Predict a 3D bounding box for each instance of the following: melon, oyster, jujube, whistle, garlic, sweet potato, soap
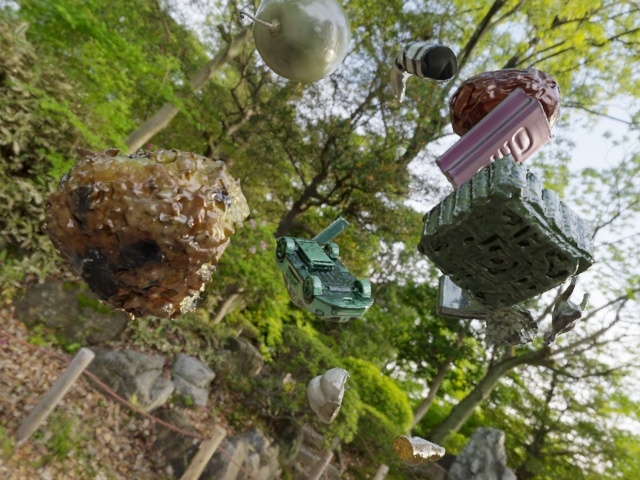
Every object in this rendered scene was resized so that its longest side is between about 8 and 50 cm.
[{"bbox_3d":[-0.046,-0.566,1.354,0.271,0.308,0.272,12,-51,16],"label":"melon"},{"bbox_3d":[0.478,0.220,1.248,0.124,0.064,0.177,30,-33,30],"label":"oyster"},{"bbox_3d":[0.434,-0.317,1.173,0.250,0.174,0.174,-6,-29,15],"label":"jujube"},{"bbox_3d":[0.000,0.000,1.393,0.039,0.186,0.039,46,19,-21],"label":"whistle"},{"bbox_3d":[0.023,0.566,1.847,0.142,0.178,0.230,14,-61,13],"label":"garlic"},{"bbox_3d":[0.268,0.580,1.356,0.077,0.077,0.243,20,-10,45],"label":"sweet potato"},{"bbox_3d":[0.325,-0.170,0.926,0.122,0.203,0.066,36,16,-45],"label":"soap"}]

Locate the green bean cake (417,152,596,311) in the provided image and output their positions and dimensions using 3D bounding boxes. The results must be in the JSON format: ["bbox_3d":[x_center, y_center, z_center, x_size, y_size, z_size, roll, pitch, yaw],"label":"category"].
[{"bbox_3d":[0.247,0.002,0.670,0.181,0.094,0.173,41,-49,-13],"label":"green bean cake"}]

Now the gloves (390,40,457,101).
[{"bbox_3d":[0.234,-0.425,1.213,0.132,0.140,0.218,64,-10,-28],"label":"gloves"}]

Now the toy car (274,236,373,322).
[{"bbox_3d":[-0.006,0.092,1.069,0.136,0.125,0.306,6,25,-27],"label":"toy car"}]

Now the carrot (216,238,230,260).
[{"bbox_3d":[-0.323,0.049,1.405,0.072,0.205,0.072,7,-52,10],"label":"carrot"}]

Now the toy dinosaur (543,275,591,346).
[{"bbox_3d":[0.717,0.218,1.441,0.077,0.162,0.294,23,-23,29],"label":"toy dinosaur"}]

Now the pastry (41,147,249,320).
[{"bbox_3d":[-0.348,-0.019,0.978,0.337,0.293,0.405,26,-46,-12],"label":"pastry"}]

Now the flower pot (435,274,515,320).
[{"bbox_3d":[0.461,0.176,1.474,0.229,0.108,0.103,6,-23,18],"label":"flower pot"}]
